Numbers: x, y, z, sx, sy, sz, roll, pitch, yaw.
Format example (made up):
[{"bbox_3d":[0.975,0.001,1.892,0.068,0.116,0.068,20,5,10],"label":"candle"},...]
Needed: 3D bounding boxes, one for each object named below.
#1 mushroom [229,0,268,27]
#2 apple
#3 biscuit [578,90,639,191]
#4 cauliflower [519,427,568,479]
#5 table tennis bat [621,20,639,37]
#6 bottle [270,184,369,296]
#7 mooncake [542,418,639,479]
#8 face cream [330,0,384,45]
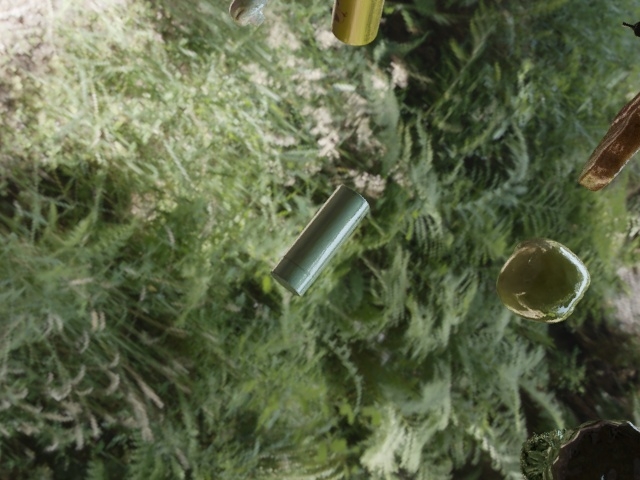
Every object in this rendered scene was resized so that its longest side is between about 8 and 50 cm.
[{"bbox_3d":[-0.136,-0.451,1.327,0.083,0.067,0.083,-41,-163,15],"label":"mushroom"},{"bbox_3d":[0.641,0.122,1.982,0.262,0.262,0.262,-51,-178,2],"label":"apple"},{"bbox_3d":[0.470,-0.209,0.941,0.334,0.047,0.202,-51,171,-2],"label":"biscuit"},{"bbox_3d":[0.737,0.690,2.057,0.275,0.250,0.272,-10,-125,22],"label":"cauliflower"},{"bbox_3d":[0.800,-0.532,1.713,0.007,0.083,0.050,71,43,-69],"label":"table tennis bat"},{"bbox_3d":[0.000,0.000,1.193,0.201,0.072,0.072,-52,-178,-13],"label":"bottle"},{"bbox_3d":[0.647,0.539,1.505,0.290,0.290,0.161,-52,160,-11],"label":"mooncake"},{"bbox_3d":[0.090,-0.539,1.311,0.105,0.105,0.349,-52,168,-28],"label":"face cream"}]
